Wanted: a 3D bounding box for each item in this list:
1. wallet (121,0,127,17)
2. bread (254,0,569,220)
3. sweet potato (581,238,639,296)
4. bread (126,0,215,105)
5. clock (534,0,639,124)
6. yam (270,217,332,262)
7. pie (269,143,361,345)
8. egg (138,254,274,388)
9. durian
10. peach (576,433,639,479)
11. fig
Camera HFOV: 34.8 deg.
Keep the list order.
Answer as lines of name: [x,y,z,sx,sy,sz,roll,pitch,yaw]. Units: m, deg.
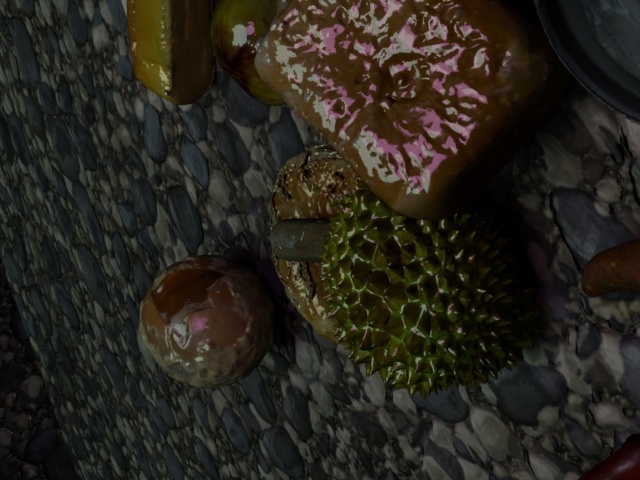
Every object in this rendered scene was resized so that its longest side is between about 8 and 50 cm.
wallet: [-0.248,-0.311,1.469,0.124,0.032,0.183,5,115,60]
bread: [0.079,-0.155,0.888,0.246,0.176,0.195,46,108,14]
sweet potato: [0.289,0.032,0.811,0.078,0.058,0.255,57,160,-23]
bread: [-0.191,-0.297,1.323,0.094,0.102,0.245,35,139,33]
clock: [0.251,-0.165,0.670,0.226,0.049,0.226,26,144,21]
yam: [0.000,0.000,1.157,0.132,0.054,0.054,2,111,52]
pie: [0.031,0.017,1.218,0.274,0.055,0.274,29,131,41]
egg: [-0.163,0.113,1.460,0.233,0.195,0.195,-143,40,-61]
durian: [0.096,0.035,1.003,0.200,0.176,0.237,-33,67,21]
peach: [0.297,0.359,0.870,0.258,0.201,0.361,20,126,51]
fig: [-0.061,-0.225,1.135,0.136,0.121,0.153,40,140,32]
